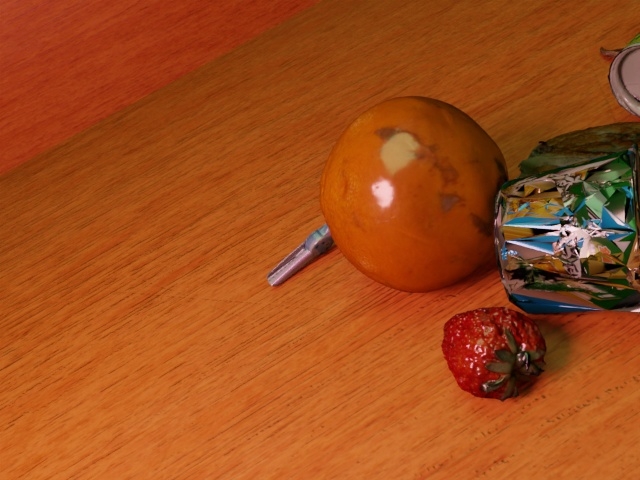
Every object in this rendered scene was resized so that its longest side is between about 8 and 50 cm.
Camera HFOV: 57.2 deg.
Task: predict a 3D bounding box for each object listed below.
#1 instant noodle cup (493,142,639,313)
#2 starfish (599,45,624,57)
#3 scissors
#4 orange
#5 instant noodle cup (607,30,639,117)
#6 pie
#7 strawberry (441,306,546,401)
[{"bbox_3d":[0.354,-0.007,0.813,0.178,0.240,0.240,-7,41,33],"label":"instant noodle cup"},{"bbox_3d":[0.670,-0.388,1.218,0.213,0.057,0.238,-31,38,-18],"label":"starfish"},{"bbox_3d":[0.000,0.000,1.124,0.256,0.125,0.030,-40,63,1],"label":"scissors"},{"bbox_3d":[0.149,-0.073,0.939,0.312,0.312,0.312,-16,38,13],"label":"orange"},{"bbox_3d":[0.631,-0.331,1.015,0.232,0.207,0.207,-37,39,-15],"label":"instant noodle cup"},{"bbox_3d":[0.484,-0.143,0.979,0.302,0.067,0.302,-13,17,4],"label":"pie"},{"bbox_3d":[0.229,0.138,0.797,0.131,0.131,0.148,-25,45,1],"label":"strawberry"}]
